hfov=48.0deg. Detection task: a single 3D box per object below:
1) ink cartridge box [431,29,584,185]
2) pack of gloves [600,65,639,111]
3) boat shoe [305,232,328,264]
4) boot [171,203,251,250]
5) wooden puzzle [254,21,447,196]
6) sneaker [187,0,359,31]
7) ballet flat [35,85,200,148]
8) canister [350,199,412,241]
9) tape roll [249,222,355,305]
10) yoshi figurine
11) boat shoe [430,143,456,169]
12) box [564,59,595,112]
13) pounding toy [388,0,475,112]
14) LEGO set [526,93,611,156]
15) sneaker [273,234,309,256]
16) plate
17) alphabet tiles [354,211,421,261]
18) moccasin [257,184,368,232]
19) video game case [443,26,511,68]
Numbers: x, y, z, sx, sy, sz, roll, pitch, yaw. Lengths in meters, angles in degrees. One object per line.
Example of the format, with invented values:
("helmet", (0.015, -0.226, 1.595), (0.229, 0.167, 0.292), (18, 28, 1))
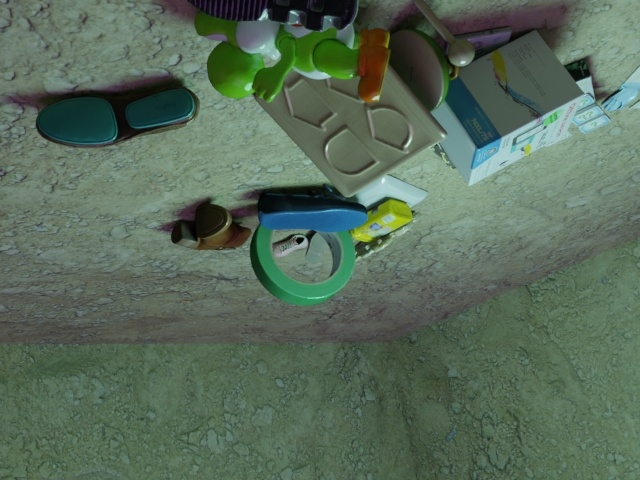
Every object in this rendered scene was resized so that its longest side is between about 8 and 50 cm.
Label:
("ink cartridge box", (0.412, -0.298, 1.636), (0.270, 0.197, 0.198), (-28, 160, -4))
("pack of gloves", (0.886, -0.398, 1.926), (0.194, 0.046, 0.232), (-6, 159, -15))
("boat shoe", (0.000, 0.000, 2.523), (0.075, 0.065, 0.206), (21, 135, -10))
("boot", (-0.297, -0.026, 2.210), (0.220, 0.109, 0.283), (10, 154, -41))
("wooden puzzle", (0.065, -0.283, 1.572), (0.322, 0.081, 0.347), (47, 138, -15))
("sneaker", (-0.096, -0.440, 1.211), (0.330, 0.146, 0.123), (15, 128, -4))
("ballet flat", (-0.428, -0.262, 1.556), (0.342, 0.116, 0.124), (-13, 179, -5))
("canister", (0.194, -0.063, 2.295), (0.169, 0.074, 0.126), (-29, 154, 37))
("tape roll", (-0.054, 0.037, 2.203), (0.321, 0.322, 0.077), (-2, 158, -23))
("yoshi figurine", (-0.060, -0.332, 1.347), (0.361, 0.203, 0.203), (12, 166, -1))
("boat shoe", (0.334, -0.265, 1.903), (0.096, 0.117, 0.324), (-15, 160, 27))
("box", (0.552, -0.343, 1.889), (0.321, 0.059, 0.232), (-20, 158, 19))
("pounding toy", (0.236, -0.383, 1.506), (0.110, 0.183, 0.237), (-29, 166, -29))
("LEGO set", (0.635, -0.287, 1.922), (0.244, 0.060, 0.182), (-24, 153, 31))
("sneaker", (-0.107, 0.014, 2.505), (0.134, 0.051, 0.070), (-19, 164, -1))
("plate", (0.171, -0.114, 2.316), (0.277, 0.045, 0.278), (-24, 156, 33))
("alphabet tiles", (0.209, -0.015, 2.436), (0.284, 0.021, 0.278), (-27, -170, 39))
("moccasin", (-0.019, -0.106, 2.151), (0.341, 0.117, 0.138), (4, 143, -24))
("video game case", (0.346, -0.419, 1.629), (0.143, 0.019, 0.157), (-10, 160, -2))
